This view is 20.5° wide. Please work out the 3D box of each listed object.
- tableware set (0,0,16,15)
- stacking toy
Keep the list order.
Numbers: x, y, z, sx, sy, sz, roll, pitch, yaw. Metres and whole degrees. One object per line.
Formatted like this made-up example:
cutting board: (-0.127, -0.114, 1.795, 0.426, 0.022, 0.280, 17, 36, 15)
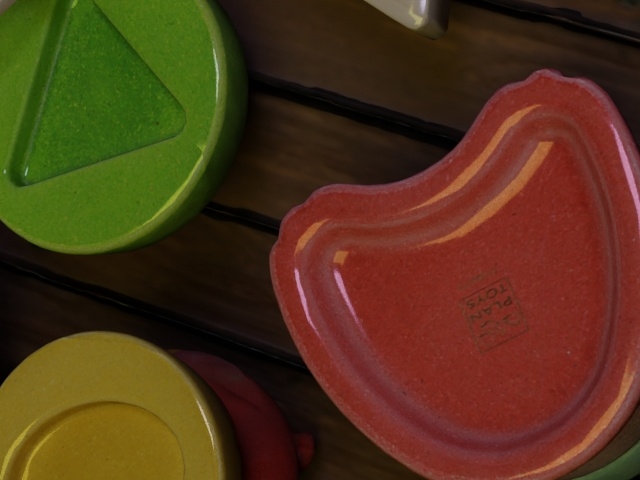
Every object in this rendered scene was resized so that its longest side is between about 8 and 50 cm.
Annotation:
tableware set: (-0.121, -0.163, 0.710, 0.154, 0.024, 0.104, -42, 112, -1)
stacking toy: (0.000, 0.000, 0.743, 0.309, 0.130, 0.279, -19, 75, 23)
